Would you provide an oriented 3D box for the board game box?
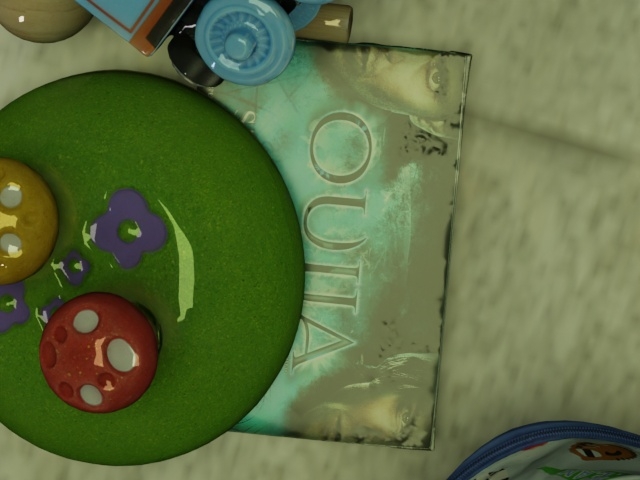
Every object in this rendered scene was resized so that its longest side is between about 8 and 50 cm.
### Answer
[{"bbox_3d":[0.000,0.000,0.892,0.126,0.026,0.186,5,96,3],"label":"board game box"}]

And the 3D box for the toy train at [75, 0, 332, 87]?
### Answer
[{"bbox_3d":[-0.023,-0.144,0.766,0.105,0.080,0.184,36,122,-8],"label":"toy train"}]

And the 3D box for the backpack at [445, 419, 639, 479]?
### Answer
[{"bbox_3d":[0.116,0.216,0.815,0.276,0.213,0.263,29,100,-17],"label":"backpack"}]

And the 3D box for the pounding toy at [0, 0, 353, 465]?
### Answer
[{"bbox_3d":[-0.101,-0.010,0.836,0.183,0.110,0.237,16,98,14],"label":"pounding toy"}]
